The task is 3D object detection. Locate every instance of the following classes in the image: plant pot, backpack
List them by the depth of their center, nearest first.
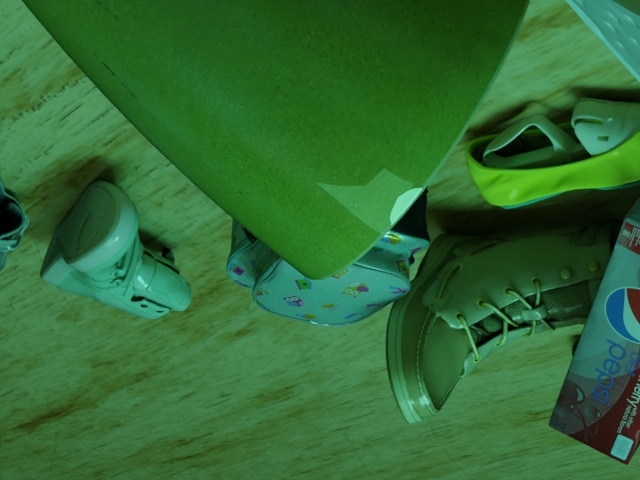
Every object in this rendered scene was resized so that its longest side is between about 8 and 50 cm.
[{"bbox_3d":[-0.057,-0.164,1.067,0.293,0.274,0.275,31,150,-15],"label":"plant pot"},{"bbox_3d":[0.000,0.000,1.535,0.166,0.144,0.188,13,159,-23],"label":"backpack"}]

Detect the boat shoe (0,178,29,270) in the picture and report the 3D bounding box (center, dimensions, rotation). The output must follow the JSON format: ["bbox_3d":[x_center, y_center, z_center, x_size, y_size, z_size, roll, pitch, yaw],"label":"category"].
[{"bbox_3d":[-0.344,-0.017,1.673,0.081,0.079,0.227,9,154,7],"label":"boat shoe"}]

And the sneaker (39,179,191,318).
[{"bbox_3d":[-0.188,0.015,1.679,0.151,0.094,0.256,21,164,-16],"label":"sneaker"}]

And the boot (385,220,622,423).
[{"bbox_3d":[0.182,0.070,1.531,0.203,0.262,0.095,-6,118,24],"label":"boot"}]

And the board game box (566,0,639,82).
[{"bbox_3d":[0.352,-0.044,1.101,0.390,0.050,0.390,37,-174,-39],"label":"board game box"}]

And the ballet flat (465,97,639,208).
[{"bbox_3d":[0.217,-0.080,1.380,0.231,0.077,0.077,-13,126,43],"label":"ballet flat"}]

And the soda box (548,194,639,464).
[{"bbox_3d":[0.280,0.068,1.412,0.083,0.092,0.263,27,134,15],"label":"soda box"}]

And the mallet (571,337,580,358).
[{"bbox_3d":[0.384,0.136,1.871,0.190,0.039,0.062,-1,154,9],"label":"mallet"}]
